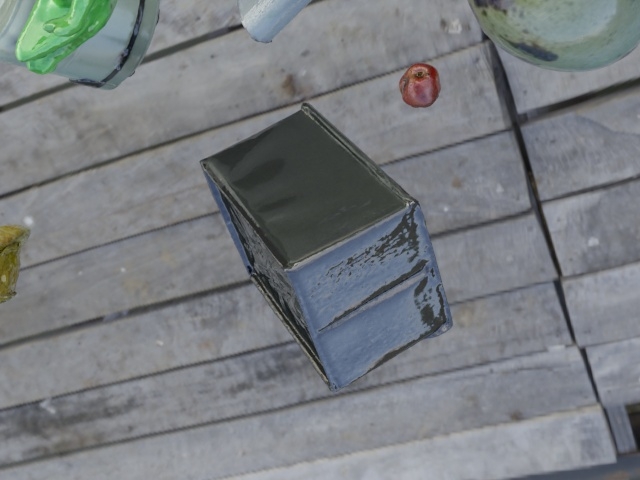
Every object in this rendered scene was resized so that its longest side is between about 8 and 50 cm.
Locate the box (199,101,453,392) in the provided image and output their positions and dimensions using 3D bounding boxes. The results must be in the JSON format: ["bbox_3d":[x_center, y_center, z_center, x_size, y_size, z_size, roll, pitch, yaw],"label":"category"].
[{"bbox_3d":[0.001,0.000,1.263,0.204,0.345,0.251,-29,130,-11],"label":"box"}]

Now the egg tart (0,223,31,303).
[{"bbox_3d":[-0.366,0.042,0.833,0.191,0.191,0.074,-22,91,20],"label":"egg tart"}]

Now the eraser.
[{"bbox_3d":[-0.048,-0.474,1.468,0.081,0.174,0.227,19,139,-40],"label":"eraser"}]

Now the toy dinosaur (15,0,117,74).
[{"bbox_3d":[-0.101,-0.366,0.643,0.144,0.374,0.500,33,83,-3],"label":"toy dinosaur"}]

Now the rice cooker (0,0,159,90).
[{"bbox_3d":[-0.346,-0.333,1.174,0.244,0.226,0.226,6,129,-40],"label":"rice cooker"}]

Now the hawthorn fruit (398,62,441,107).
[{"bbox_3d":[0.197,-0.309,1.680,0.093,0.093,0.093,4,119,8],"label":"hawthorn fruit"}]

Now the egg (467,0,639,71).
[{"bbox_3d":[0.485,-0.514,1.689,0.428,0.345,0.345,27,120,-23],"label":"egg"}]
